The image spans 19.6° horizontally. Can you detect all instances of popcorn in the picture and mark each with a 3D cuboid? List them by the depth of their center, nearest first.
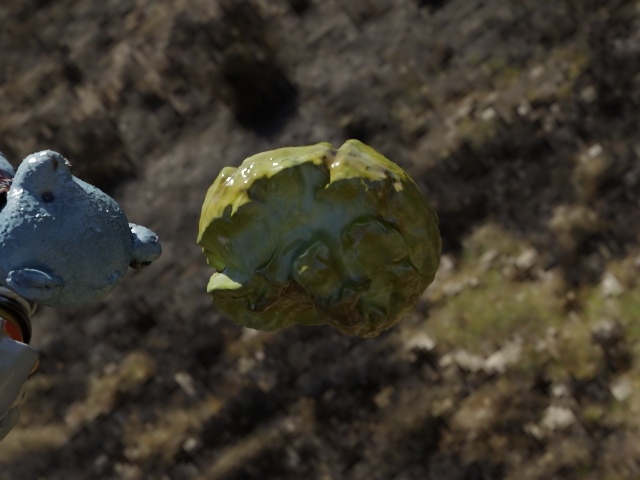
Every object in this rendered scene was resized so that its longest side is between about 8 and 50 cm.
[{"bbox_3d":[0.000,0.000,1.702,0.221,0.204,0.183,1,74,21],"label":"popcorn"}]

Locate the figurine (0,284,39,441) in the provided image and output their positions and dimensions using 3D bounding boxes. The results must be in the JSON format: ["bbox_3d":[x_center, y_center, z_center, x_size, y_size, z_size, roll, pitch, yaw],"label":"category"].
[{"bbox_3d":[-0.322,0.079,1.712,0.176,0.133,0.236,112,165,-48],"label":"figurine"}]

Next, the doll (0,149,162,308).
[{"bbox_3d":[-0.179,-0.033,1.090,0.120,0.180,0.075,-23,-27,-52],"label":"doll"}]
